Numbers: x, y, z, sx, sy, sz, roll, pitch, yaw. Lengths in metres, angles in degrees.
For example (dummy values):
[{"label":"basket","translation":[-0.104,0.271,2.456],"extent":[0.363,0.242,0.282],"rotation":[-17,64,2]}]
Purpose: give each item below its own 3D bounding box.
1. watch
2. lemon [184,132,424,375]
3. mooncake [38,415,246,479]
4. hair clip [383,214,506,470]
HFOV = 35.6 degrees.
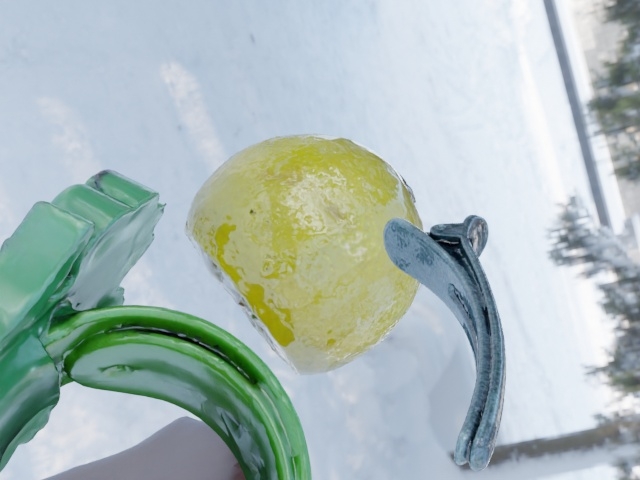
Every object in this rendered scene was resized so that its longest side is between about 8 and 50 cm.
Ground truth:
[{"label":"watch","translation":[-0.070,0.073,0.362],"extent":[0.165,0.152,0.131],"rotation":[-50,171,-31]},{"label":"lemon","translation":[0.000,0.000,1.011],"extent":[0.240,0.219,0.240],"rotation":[51,-10,13]},{"label":"mooncake","translation":[-0.183,0.295,0.856],"extent":[0.326,0.334,0.174],"rotation":[-34,112,-36]},{"label":"hair clip","translation":[0.081,0.046,0.561],"extent":[0.229,0.070,0.039],"rotation":[-95,-176,-64]}]
